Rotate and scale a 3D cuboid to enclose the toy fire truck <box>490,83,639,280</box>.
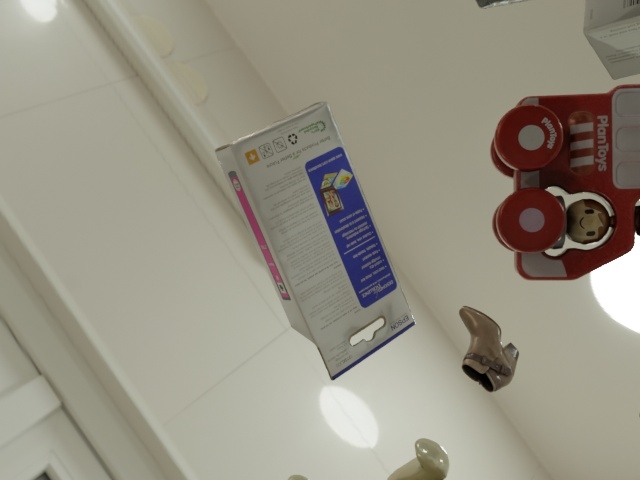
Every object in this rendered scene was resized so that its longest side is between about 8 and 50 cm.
[{"bbox_3d":[0.400,-0.088,1.123,0.253,0.169,0.302,-1,-92,11],"label":"toy fire truck"}]

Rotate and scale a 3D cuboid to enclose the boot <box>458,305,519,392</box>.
[{"bbox_3d":[0.222,0.153,1.000,0.118,0.087,0.042,40,-41,18],"label":"boot"}]

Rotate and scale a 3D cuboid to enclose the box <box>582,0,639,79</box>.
[{"bbox_3d":[0.458,-0.333,0.940,0.181,0.182,0.119,-7,-29,40],"label":"box"}]

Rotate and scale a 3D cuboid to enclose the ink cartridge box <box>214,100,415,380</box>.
[{"bbox_3d":[0.000,0.000,1.055,0.069,0.175,0.371,-7,-71,60],"label":"ink cartridge box"}]

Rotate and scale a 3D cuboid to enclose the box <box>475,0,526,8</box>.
[{"bbox_3d":[0.294,-0.397,0.708,0.183,0.296,0.294,53,-6,-19],"label":"box"}]

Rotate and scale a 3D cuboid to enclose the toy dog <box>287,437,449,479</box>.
[{"bbox_3d":[0.146,0.477,0.958,0.407,0.284,0.396,-16,-97,17],"label":"toy dog"}]
